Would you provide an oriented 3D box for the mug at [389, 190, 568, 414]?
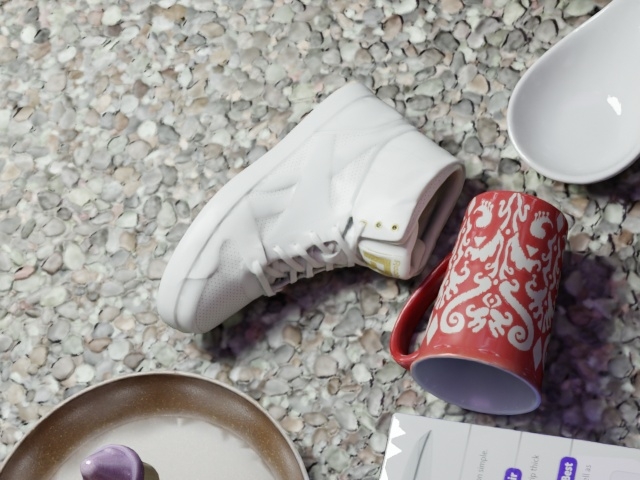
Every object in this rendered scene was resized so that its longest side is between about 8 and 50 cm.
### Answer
[{"bbox_3d":[0.136,0.048,1.509,0.150,0.113,0.169,9,64,17],"label":"mug"}]

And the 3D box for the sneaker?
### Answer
[{"bbox_3d":[0.000,0.000,1.569,0.169,0.108,0.292,37,77,30],"label":"sneaker"}]

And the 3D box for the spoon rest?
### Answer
[{"bbox_3d":[0.277,-0.169,1.590,0.137,0.084,0.276,30,75,26],"label":"spoon rest"}]

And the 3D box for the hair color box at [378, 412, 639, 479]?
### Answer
[{"bbox_3d":[0.207,0.261,1.386,0.339,0.110,0.185,8,68,16],"label":"hair color box"}]

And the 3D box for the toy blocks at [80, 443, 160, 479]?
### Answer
[{"bbox_3d":[-0.241,0.298,1.335,0.289,0.260,0.309,-35,63,9],"label":"toy blocks"}]

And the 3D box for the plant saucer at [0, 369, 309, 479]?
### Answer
[{"bbox_3d":[-0.150,0.266,1.512,0.311,0.050,0.310,-6,63,13],"label":"plant saucer"}]
